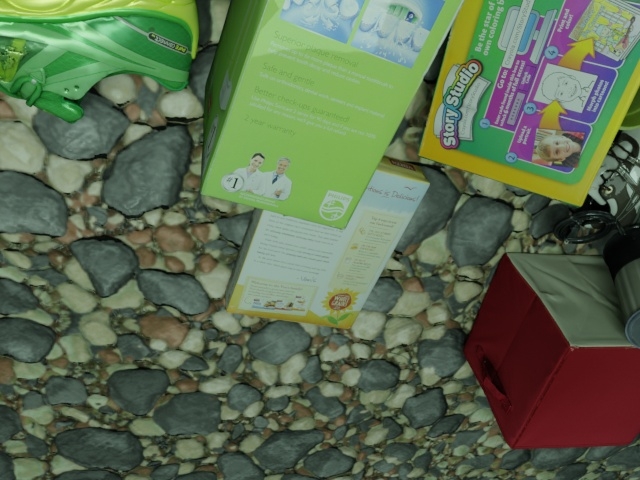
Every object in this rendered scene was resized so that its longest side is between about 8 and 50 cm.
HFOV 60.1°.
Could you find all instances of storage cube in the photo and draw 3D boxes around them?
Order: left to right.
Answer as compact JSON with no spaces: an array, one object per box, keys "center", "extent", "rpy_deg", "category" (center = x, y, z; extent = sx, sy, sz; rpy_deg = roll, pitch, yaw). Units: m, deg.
[{"center":[0.338,0.146,0.753],"extent":[0.215,0.183,0.193],"rpy_deg":[2,125,-12],"category":"storage cube"}]

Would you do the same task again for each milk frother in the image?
[{"center":[0.352,0.038,0.639],"extent":[0.143,0.134,0.129],"rpy_deg":[-4,127,18],"category":"milk frother"}]

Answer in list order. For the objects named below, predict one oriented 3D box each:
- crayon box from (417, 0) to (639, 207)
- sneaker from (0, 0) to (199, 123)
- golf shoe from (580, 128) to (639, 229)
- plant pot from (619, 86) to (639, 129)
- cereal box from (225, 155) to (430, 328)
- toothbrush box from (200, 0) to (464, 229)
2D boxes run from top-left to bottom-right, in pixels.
[{"center":[0.204,-0.184,0.490],"extent":[0.166,0.081,0.278],"rpy_deg":[21,128,15],"category":"crayon box"},{"center":[-0.248,-0.152,0.454],"extent":[0.296,0.109,0.123],"rpy_deg":[-6,124,-7],"category":"sneaker"},{"center":[0.357,-0.087,0.645],"extent":[0.094,0.077,0.198],"rpy_deg":[-11,128,-2],"category":"golf shoe"},{"center":[0.310,-0.169,0.569],"extent":[0.084,0.079,0.083],"rpy_deg":[-6,129,-7],"category":"plant pot"},{"center":[0.000,0.000,0.659],"extent":[0.173,0.047,0.240],"rpy_deg":[12,123,-20],"category":"cereal box"},{"center":[0.005,-0.185,0.416],"extent":[0.122,0.206,0.283],"rpy_deg":[13,123,-19],"category":"toothbrush box"}]
